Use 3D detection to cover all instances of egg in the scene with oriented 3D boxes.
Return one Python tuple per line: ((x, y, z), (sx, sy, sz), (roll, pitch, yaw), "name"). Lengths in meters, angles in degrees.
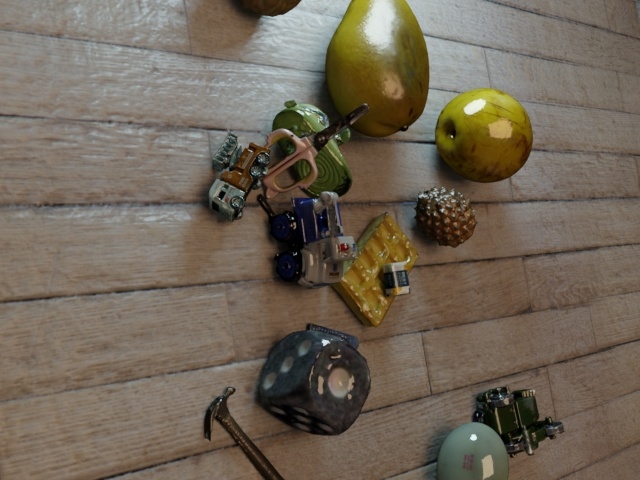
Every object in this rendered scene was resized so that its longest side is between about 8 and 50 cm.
((0.388, 0.600, 2.056), (0.182, 0.182, 0.264), (20, 74, -37), "egg")

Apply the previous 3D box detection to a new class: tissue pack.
((0.192, 0.098, 2.019), (0.062, 0.042, 0.083), (-4, 83, -40), "tissue pack")

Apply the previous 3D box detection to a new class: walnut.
((-0.109, -0.640, 1.898), (0.213, 0.213, 0.213), (11, 72, -39), "walnut")

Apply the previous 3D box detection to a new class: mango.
((0.147, -0.478, 2.091), (0.301, 0.220, 0.445), (13, 62, -32), "mango")

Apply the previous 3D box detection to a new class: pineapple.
((0.329, -0.076, 2.189), (0.193, 0.166, 0.166), (36, 58, -31), "pineapple")

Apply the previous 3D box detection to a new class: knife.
((-0.102, -0.036, 1.892), (0.023, 0.010, 0.170), (-46, 112, -39), "knife")

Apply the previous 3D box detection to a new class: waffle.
((0.142, 0.075, 2.049), (0.168, 0.057, 0.274), (51, 52, -21), "waffle")

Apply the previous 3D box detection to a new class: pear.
((0.463, -0.301, 2.293), (0.280, 0.280, 0.281), (11, 72, -39), "pear")

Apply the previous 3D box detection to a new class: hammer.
((-0.143, 0.456, 1.727), (0.297, 0.027, 0.125), (54, 50, -18), "hammer")

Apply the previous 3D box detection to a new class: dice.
((-0.013, 0.314, 1.772), (0.181, 0.183, 0.182), (42, 56, -29), "dice")

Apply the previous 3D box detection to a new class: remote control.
((0.029, 0.237, 1.932), (0.152, 0.027, 0.044), (21, 73, -35), "remote control")

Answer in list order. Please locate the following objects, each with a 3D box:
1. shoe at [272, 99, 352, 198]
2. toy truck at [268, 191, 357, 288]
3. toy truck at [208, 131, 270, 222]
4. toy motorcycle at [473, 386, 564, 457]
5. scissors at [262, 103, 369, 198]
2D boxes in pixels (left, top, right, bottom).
((-0.006, -0.223, 1.934), (0.262, 0.140, 0.128), (51, 47, -23), "shoe")
((0.000, 0.000, 1.855), (0.161, 0.177, 0.213), (-2, 81, -49), "toy truck")
((-0.192, -0.139, 1.778), (0.115, 0.080, 0.178), (27, 69, 2), "toy truck")
((0.557, 0.505, 2.277), (0.275, 0.127, 0.205), (-10, 85, -36), "toy motorcycle")
((-0.021, -0.221, 1.856), (0.160, 0.317, 0.024), (54, 6, -17), "scissors")
